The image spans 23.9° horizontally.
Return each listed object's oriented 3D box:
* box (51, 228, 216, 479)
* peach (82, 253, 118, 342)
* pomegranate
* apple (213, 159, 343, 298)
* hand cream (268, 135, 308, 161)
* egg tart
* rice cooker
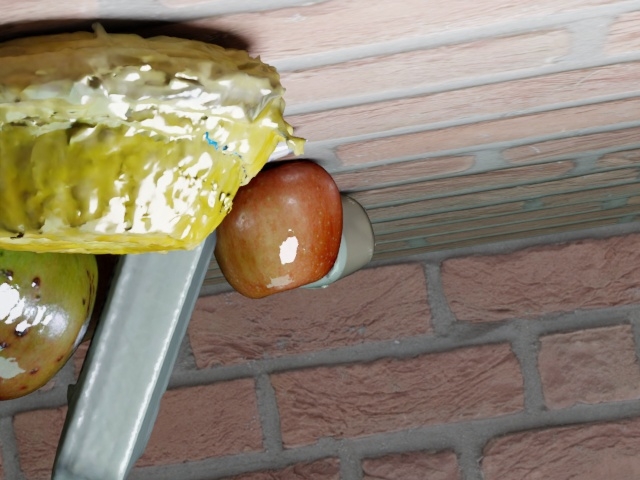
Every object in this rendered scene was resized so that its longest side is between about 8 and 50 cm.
[{"bbox_3d":[-0.229,0.116,1.873,0.111,0.396,0.396,19,174,-6],"label":"box"},{"bbox_3d":[-0.362,0.041,2.141,0.232,0.232,0.232,-8,174,-1],"label":"peach"},{"bbox_3d":[-0.374,0.011,1.664,0.291,0.323,0.291,17,-166,-4],"label":"pomegranate"},{"bbox_3d":[-0.055,-0.018,1.989,0.181,0.168,0.181,-16,179,0],"label":"apple"},{"bbox_3d":[-0.102,-0.098,1.720,0.170,0.043,0.065,-8,-179,-17],"label":"hand cream"},{"bbox_3d":[-0.205,-0.072,1.304,0.388,0.169,0.388,-3,175,0],"label":"egg tart"},{"bbox_3d":[0.000,0.000,2.362,0.127,0.145,0.206,-17,-179,-25],"label":"rice cooker"}]
